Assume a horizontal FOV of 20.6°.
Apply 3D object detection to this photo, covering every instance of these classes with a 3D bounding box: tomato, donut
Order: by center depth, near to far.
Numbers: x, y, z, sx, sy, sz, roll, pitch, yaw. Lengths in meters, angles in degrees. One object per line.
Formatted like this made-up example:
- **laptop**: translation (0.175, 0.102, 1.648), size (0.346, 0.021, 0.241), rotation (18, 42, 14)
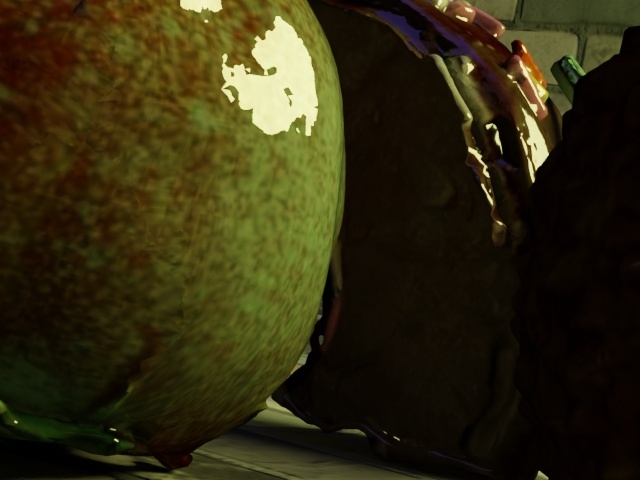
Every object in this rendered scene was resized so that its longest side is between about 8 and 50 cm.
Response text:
- **tomato**: translation (-0.136, -0.043, 0.714), size (0.304, 0.239, 0.303), rotation (14, -7, 2)
- **donut**: translation (0.005, -0.022, 0.974), size (0.345, 0.259, 0.136), rotation (8, 8, 37)

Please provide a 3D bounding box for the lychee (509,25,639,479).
- **lychee**: translation (0.163, 0.025, 0.490), size (0.236, 0.236, 0.271), rotation (9, -15, -8)

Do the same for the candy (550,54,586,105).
- **candy**: translation (0.164, 0.014, 0.792), size (0.092, 0.093, 0.335), rotation (-20, 41, 0)
